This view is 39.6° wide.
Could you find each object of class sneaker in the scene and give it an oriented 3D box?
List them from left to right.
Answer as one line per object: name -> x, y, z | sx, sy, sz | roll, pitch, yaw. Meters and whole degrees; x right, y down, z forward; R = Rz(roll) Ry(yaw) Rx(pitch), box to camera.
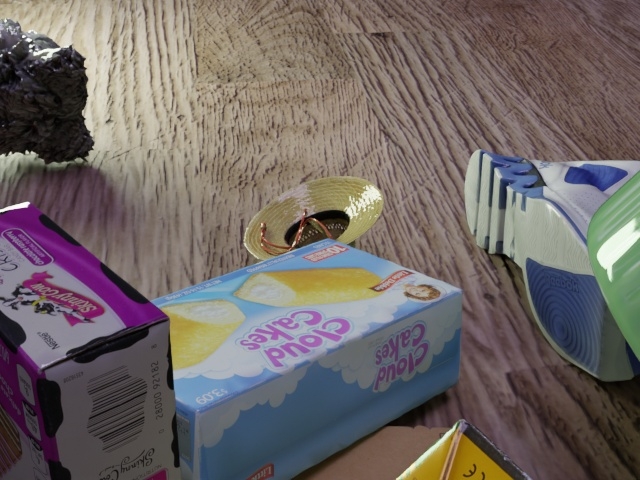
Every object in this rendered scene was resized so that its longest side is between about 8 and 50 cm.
sneaker -> 0.272, -0.011, 0.850 | 0.182, 0.128, 0.315 | -6, 29, -9

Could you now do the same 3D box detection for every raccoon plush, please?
raccoon plush -> -0.464, -0.104, 1.019 | 0.299, 0.216, 0.447 | 22, 63, 9

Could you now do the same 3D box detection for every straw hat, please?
straw hat -> 0.000, 0.000, 0.889 | 0.144, 0.061, 0.144 | -13, 34, 9

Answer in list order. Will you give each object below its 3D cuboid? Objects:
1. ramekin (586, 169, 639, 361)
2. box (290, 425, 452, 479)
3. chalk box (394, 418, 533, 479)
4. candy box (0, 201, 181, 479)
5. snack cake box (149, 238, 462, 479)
ramekin -> 0.320, 0.049, 0.594 | 0.303, 0.148, 0.303 | 35, 29, -23
box -> 0.027, 0.194, 0.585 | 0.164, 0.021, 0.201 | 2, 30, 1
chalk box -> 0.096, 0.213, 0.404 | 0.132, 0.213, 0.132 | -41, 34, -6
candy box -> -0.147, 0.117, 0.502 | 0.071, 0.234, 0.159 | -22, 36, -34
snack cake box -> -0.032, 0.089, 0.667 | 0.152, 0.089, 0.264 | 19, 27, 41
